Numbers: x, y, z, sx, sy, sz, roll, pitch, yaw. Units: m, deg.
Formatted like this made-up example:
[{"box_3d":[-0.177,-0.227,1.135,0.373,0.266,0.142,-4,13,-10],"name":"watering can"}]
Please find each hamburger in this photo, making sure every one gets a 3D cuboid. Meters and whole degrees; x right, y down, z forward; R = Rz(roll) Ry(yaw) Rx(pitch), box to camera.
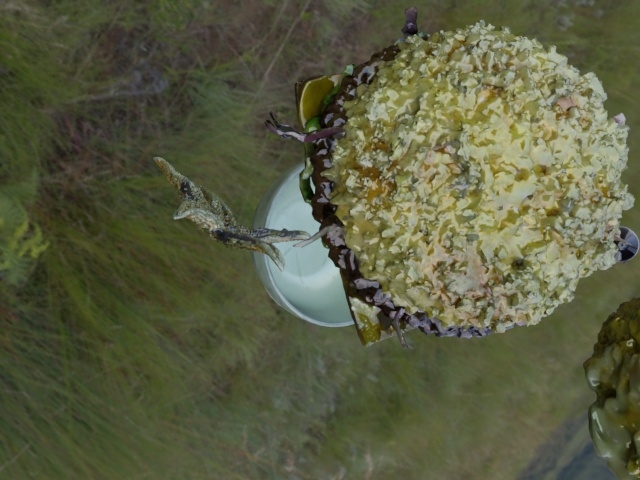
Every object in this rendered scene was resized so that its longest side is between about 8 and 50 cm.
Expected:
[{"box_3d":[0.098,-0.045,0.526,0.262,0.243,0.139,-19,-179,-10],"name":"hamburger"}]

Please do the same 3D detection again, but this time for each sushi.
[{"box_3d":[0.590,0.246,1.089,0.351,0.396,0.240,-2,162,-18],"name":"sushi"}]

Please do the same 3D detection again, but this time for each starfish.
[{"box_3d":[-0.111,-0.026,0.802,0.053,0.208,0.176,-63,156,5],"name":"starfish"}]

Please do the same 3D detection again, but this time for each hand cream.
[{"box_3d":[0.476,0.008,1.195,0.054,0.087,0.186,-46,168,9],"name":"hand cream"}]

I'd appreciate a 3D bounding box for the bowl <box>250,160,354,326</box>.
[{"box_3d":[0.000,0.000,1.361,0.307,0.307,0.163,-49,-156,-21],"name":"bowl"}]
